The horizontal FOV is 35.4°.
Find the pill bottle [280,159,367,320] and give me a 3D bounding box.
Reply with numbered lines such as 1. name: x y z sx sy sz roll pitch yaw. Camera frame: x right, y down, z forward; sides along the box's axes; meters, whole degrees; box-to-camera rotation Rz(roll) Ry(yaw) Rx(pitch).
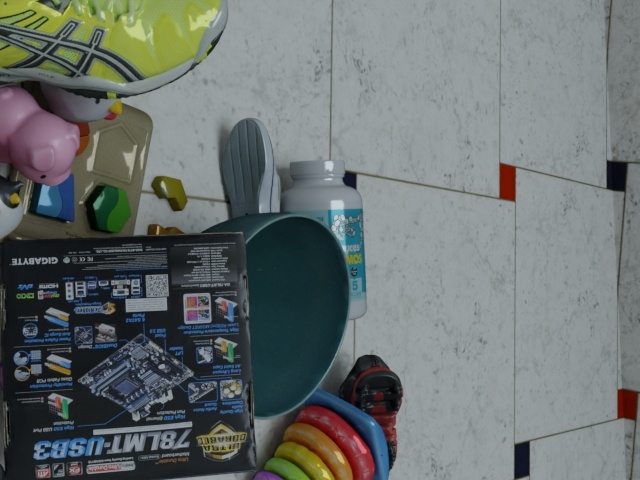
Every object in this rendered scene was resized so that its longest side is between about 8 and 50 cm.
1. pill bottle: 0.000 0.000 1.664 0.146 0.146 0.264 -5 93 -53

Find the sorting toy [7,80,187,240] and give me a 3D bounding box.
1. sorting toy: -0.285 -0.084 1.377 0.307 0.041 0.229 17 75 -51

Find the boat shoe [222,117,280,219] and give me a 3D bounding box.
1. boat shoe: -0.105 -0.084 1.597 0.076 0.083 0.226 -24 120 -63

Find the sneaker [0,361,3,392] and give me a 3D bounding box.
1. sneaker: -0.317 0.154 1.292 0.236 0.095 0.104 -31 105 -48

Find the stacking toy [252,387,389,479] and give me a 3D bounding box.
1. stacking toy: -0.042 0.396 1.614 0.302 0.166 0.175 -41 135 -32

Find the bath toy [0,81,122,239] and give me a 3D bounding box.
1. bath toy: -0.353 -0.114 1.176 0.348 0.129 0.151 -48 119 -33

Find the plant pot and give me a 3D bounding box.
1. plant pot: -0.122 0.091 1.441 0.290 0.195 0.290 -17 113 -48

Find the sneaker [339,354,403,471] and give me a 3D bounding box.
1. sneaker: 0.083 0.322 1.792 0.098 0.135 0.276 0 116 -11

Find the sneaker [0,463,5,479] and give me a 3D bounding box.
1. sneaker: -0.435 0.326 1.147 0.083 0.071 0.190 51 50 -31

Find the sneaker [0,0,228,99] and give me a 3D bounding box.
1. sneaker: -0.292 -0.248 1.107 0.147 0.385 0.145 104 -22 -66

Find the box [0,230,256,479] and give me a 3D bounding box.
1. box: -0.230 0.141 1.205 0.296 0.073 0.293 -3 86 -13
